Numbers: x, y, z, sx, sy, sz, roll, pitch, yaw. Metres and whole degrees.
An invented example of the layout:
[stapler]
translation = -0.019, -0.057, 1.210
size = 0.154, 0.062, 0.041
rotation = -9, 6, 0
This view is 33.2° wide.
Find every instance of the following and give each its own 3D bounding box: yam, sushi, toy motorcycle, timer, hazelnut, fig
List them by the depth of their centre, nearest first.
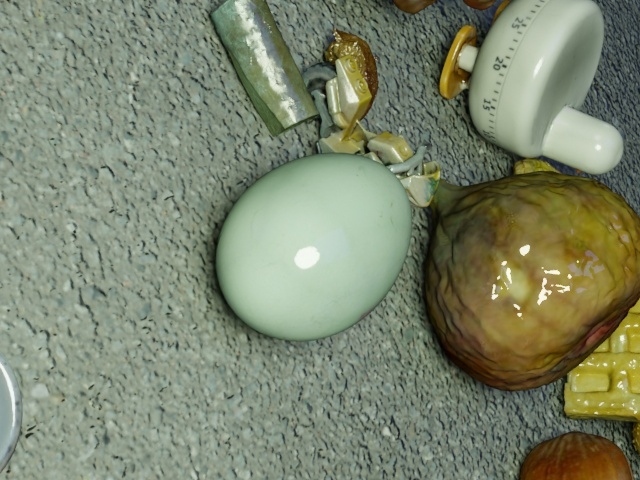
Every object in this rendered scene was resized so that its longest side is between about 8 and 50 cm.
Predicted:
[yam]
translation = -0.065, -0.203, 1.224
size = 0.068, 0.068, 0.169
rotation = -32, 100, -43
[toy motorcycle]
translation = 0.064, -0.115, 1.269
size = 0.094, 0.130, 0.229
rotation = -33, 99, -45
[sushi]
translation = 0.038, -0.207, 1.324
size = 0.118, 0.061, 0.060
rotation = 60, 35, -12
[fig]
translation = 0.216, -0.009, 1.324
size = 0.286, 0.286, 0.368
rotation = -23, 69, -44
[hazelnut]
translation = 0.320, 0.316, 1.352
size = 0.150, 0.150, 0.150
rotation = 15, 67, -39
[timer]
translation = 0.314, -0.217, 1.457
size = 0.233, 0.240, 0.233
rotation = -43, 148, -35

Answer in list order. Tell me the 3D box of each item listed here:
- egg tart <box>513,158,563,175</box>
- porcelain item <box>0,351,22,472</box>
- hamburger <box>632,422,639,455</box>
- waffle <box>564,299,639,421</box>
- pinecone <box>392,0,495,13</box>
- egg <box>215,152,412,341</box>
[egg tart]
translation = 0.330, -0.031, 1.490
size = 0.191, 0.074, 0.191
rotation = 34, 23, -16
[porcelain item]
translation = -0.323, 0.140, 0.845
size = 0.147, 0.114, 0.147
rotation = 17, 64, -38
[hamburger]
translation = 0.521, 0.235, 1.549
size = 0.182, 0.118, 0.191
rotation = -7, 115, -72
[waffle]
translation = 0.432, 0.126, 1.506
size = 0.057, 0.168, 0.274
rotation = 55, 38, -58
[pinecone]
translation = 0.147, -0.487, 1.298
size = 0.398, 0.398, 0.397
rotation = 15, 67, -39
[egg]
translation = 0.000, 0.000, 1.139
size = 0.264, 0.183, 0.183
rotation = -41, 105, -46
